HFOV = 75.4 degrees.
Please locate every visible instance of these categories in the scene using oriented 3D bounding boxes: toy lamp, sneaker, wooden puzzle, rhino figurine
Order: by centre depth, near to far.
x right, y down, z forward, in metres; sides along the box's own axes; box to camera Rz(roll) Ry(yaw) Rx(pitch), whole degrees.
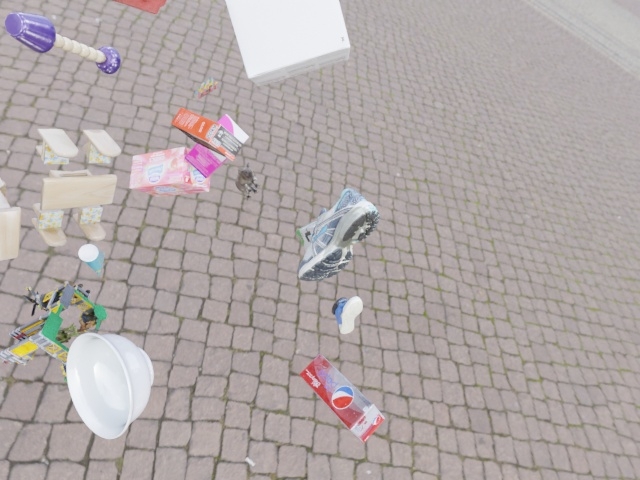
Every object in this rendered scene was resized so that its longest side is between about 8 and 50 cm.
[{"bbox_3d":[-0.583,-0.453,0.956,0.080,0.080,0.275,36,16,4],"label":"toy lamp"},{"bbox_3d":[0.030,-0.009,1.041,0.110,0.283,0.122,11,39,-45],"label":"sneaker"},{"bbox_3d":[0.069,0.181,1.132,0.058,0.152,0.084,-11,49,-16],"label":"sneaker"},{"bbox_3d":[-0.320,-0.425,1.154,0.006,0.083,0.049,38,38,-53],"label":"wooden puzzle"},{"bbox_3d":[-0.296,-0.244,1.669,0.073,0.243,0.106,-38,91,-18],"label":"rhino figurine"}]

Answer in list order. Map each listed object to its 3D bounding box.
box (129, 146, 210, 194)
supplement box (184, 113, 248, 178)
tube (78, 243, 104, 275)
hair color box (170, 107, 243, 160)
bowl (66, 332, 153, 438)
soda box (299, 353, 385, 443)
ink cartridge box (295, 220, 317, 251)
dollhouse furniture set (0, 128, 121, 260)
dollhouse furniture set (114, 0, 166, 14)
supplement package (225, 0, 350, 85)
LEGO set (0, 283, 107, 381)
[{"bbox_3d":[-0.602,-0.269,1.662,0.154,0.300,0.142,19,72,-61],"label":"box"},{"bbox_3d":[-0.371,-0.329,1.467,0.114,0.220,0.111,46,51,-19],"label":"supplement box"},{"bbox_3d":[-0.705,0.058,1.296,0.052,0.207,0.080,14,74,-15],"label":"tube"},{"bbox_3d":[-0.226,-0.212,0.821,0.141,0.043,0.072,29,-4,36],"label":"hair color box"},{"bbox_3d":[-0.580,0.391,1.184,0.298,0.298,0.134,49,26,15],"label":"bowl"},{"bbox_3d":[0.053,0.433,1.156,0.092,0.083,0.263,-43,34,-13],"label":"soda box"},{"bbox_3d":[0.000,0.000,1.672,0.087,0.208,0.153,-30,97,-22],"label":"ink cartridge box"},{"bbox_3d":[-0.820,-0.120,1.275,0.256,0.362,0.394,44,34,24],"label":"dollhouse furniture set"},{"bbox_3d":[-0.227,-0.500,0.471,0.201,0.374,0.152,43,23,13],"label":"dollhouse furniture set"},{"bbox_3d":[-0.077,-0.536,1.044,0.262,0.145,0.204,-15,101,4],"label":"supplement package"},{"bbox_3d":[-0.887,0.314,1.377,0.192,0.255,0.331,-26,45,6],"label":"LEGO set"}]
